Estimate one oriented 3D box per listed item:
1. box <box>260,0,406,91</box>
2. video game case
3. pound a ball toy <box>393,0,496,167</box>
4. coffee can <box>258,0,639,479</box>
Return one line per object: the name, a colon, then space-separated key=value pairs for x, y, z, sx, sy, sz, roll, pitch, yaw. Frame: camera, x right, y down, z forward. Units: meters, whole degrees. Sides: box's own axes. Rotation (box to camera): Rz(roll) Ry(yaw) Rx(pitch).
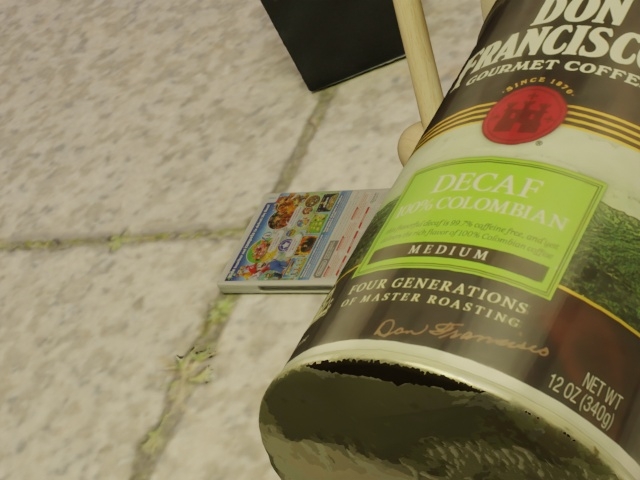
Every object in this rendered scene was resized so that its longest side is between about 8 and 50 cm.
box: x=-0.002 y=-0.225 z=1.180 sx=0.093 sy=0.158 sz=0.156 roll=-20 pitch=38 yaw=13
video game case: x=0.000 y=0.000 z=1.037 sx=0.122 sy=0.011 sz=0.087 roll=-1 pitch=45 yaw=32
pound a ball toy: x=0.141 y=-0.185 z=0.947 sx=0.208 sy=0.319 sz=0.136 roll=-24 pitch=34 yaw=-19
coffee can: x=0.120 y=0.021 z=0.773 sx=0.201 sy=0.201 sz=0.275 roll=3 pitch=47 yaw=36
